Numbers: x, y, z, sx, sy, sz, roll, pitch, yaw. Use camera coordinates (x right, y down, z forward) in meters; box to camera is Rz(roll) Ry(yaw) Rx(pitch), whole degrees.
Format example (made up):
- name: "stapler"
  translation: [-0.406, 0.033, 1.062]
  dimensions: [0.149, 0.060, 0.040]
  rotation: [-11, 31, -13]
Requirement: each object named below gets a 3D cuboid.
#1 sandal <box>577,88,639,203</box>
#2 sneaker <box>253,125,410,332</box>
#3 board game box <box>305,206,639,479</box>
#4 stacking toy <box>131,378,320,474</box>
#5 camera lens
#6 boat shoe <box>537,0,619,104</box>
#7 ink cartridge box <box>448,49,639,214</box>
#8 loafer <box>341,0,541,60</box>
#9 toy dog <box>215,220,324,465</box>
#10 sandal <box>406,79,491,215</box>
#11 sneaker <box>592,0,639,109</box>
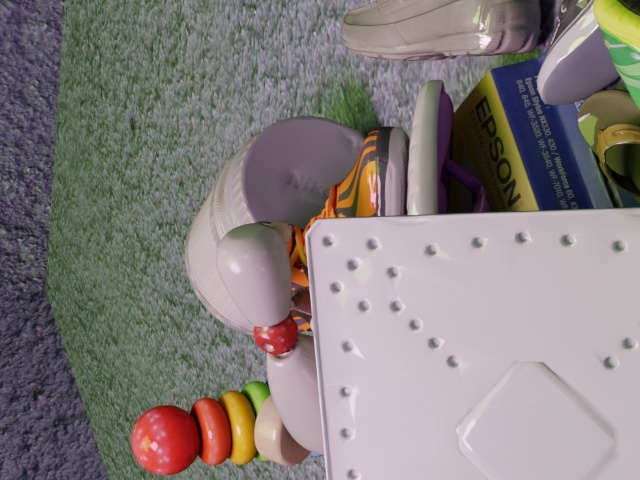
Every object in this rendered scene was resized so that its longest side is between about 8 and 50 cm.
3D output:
- name: "sandal"
  translation: [0.274, -0.068, 1.251]
  dimensions: [0.180, 0.049, 0.072]
  rotation: [63, 140, 37]
- name: "sneaker"
  translation: [0.000, 0.000, 1.552]
  dimensions: [0.124, 0.180, 0.321]
  rotation: [-73, -7, -45]
- name: "board game box"
  translation: [0.190, 0.165, 1.232]
  dimensions: [0.390, 0.050, 0.390]
  rotation: [-2, 99, 22]
- name: "stacking toy"
  translation: [-0.084, 0.238, 1.873]
  dimensions: [0.141, 0.330, 0.141]
  rotation: [171, 90, -67]
- name: "camera lens"
  translation: [-0.044, -0.011, 1.830]
  dimensions: [0.274, 0.219, 0.219]
  rotation: [129, 128, -61]
- name: "boat shoe"
  translation: [0.247, -0.213, 1.244]
  dimensions: [0.228, 0.080, 0.076]
  rotation: [114, 147, -52]
- name: "ink cartridge box"
  translation: [0.209, -0.009, 1.423]
  dimensions: [0.307, 0.072, 0.304]
  rotation: [123, 134, -61]
- name: "loafer"
  translation: [0.121, -0.246, 1.505]
  dimensions: [0.319, 0.112, 0.111]
  rotation: [8, 100, 59]
- name: "toy dog"
  translation: [0.005, 0.103, 1.501]
  dimensions: [0.220, 0.161, 0.334]
  rotation: [22, 140, 18]
- name: "sandal"
  translation: [0.134, 0.050, 1.411]
  dimensions: [0.169, 0.102, 0.416]
  rotation: [74, -162, -79]
- name: "sneaker"
  translation: [0.323, -0.103, 1.099]
  dimensions: [0.295, 0.109, 0.123]
  rotation: [56, 173, 40]
